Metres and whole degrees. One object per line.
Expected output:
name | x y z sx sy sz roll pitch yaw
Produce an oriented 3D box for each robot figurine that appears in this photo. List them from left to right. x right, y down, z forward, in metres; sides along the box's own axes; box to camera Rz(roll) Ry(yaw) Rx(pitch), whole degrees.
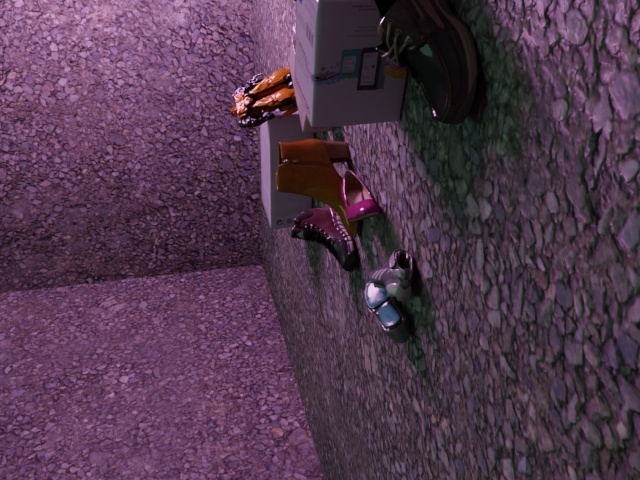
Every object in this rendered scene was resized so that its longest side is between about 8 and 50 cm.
robot figurine | -0.156 -0.464 2.173 0.085 0.291 0.211 52 -160 -52

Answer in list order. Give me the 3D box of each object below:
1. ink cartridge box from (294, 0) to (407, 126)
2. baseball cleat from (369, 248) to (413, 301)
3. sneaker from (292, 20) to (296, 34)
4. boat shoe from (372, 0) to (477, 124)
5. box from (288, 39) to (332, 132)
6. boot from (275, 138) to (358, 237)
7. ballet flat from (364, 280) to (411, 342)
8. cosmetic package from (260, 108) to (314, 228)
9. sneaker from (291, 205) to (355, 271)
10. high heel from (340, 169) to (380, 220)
ink cartridge box | 0.060 -0.400 1.362 0.198 0.197 0.270 -108 17 -45
baseball cleat | 0.164 0.068 1.471 0.206 0.072 0.109 -147 68 -73
sneaker | -0.050 -0.685 2.163 0.058 0.052 0.135 110 146 -44
boat shoe | 0.154 -0.333 1.105 0.132 0.130 0.355 102 159 -57
box | -0.027 -0.469 2.021 0.113 0.094 0.275 110 152 -64
boot | -0.013 -0.138 1.829 0.104 0.211 0.295 121 142 -73
ballet flat | 0.154 0.165 1.541 0.068 0.072 0.213 56 -174 -28
cosmetic package | -0.126 -0.293 2.427 0.230 0.162 0.453 -112 19 -53
sneaker | 0.000 0.000 1.955 0.281 0.163 0.106 -110 18 -52
high heel | 0.093 -0.116 1.654 0.244 0.082 0.117 -86 -18 -82
